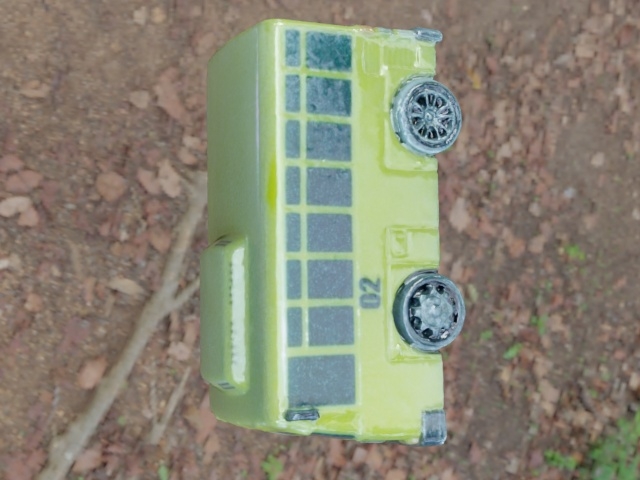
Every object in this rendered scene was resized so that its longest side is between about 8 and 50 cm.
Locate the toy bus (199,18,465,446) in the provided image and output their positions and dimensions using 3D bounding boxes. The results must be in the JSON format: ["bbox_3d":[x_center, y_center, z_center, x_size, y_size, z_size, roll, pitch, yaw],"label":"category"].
[{"bbox_3d":[0.000,0.000,0.469,0.101,0.088,0.175,2,85,-25],"label":"toy bus"}]
